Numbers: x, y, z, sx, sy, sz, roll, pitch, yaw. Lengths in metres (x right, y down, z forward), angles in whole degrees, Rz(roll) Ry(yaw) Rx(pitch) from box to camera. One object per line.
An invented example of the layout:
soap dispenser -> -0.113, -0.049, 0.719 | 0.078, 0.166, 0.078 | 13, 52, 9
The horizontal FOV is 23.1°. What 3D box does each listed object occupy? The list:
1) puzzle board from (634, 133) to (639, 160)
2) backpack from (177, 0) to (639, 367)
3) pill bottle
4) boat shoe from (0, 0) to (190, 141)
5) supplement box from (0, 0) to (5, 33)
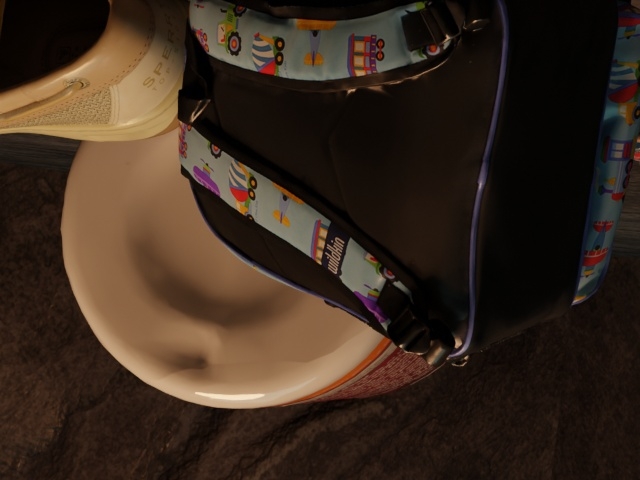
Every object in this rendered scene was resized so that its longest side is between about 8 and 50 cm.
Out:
puzzle board -> 0.255, -0.068, 1.227 | 0.096, 0.011, 0.128 | 8, 178, -21
backpack -> 0.026, -0.050, 0.623 | 0.117, 0.158, 0.173 | -15, -152, -42
pill bottle -> 0.000, 0.000, 1.086 | 0.224, 0.224, 0.392 | 7, 178, 16
boat shoe -> -0.207, -0.097, 0.819 | 0.302, 0.109, 0.098 | 0, 170, 25
supplement box -> -0.213, -0.100, 0.658 | 0.080, 0.104, 0.188 | 10, 177, -41
